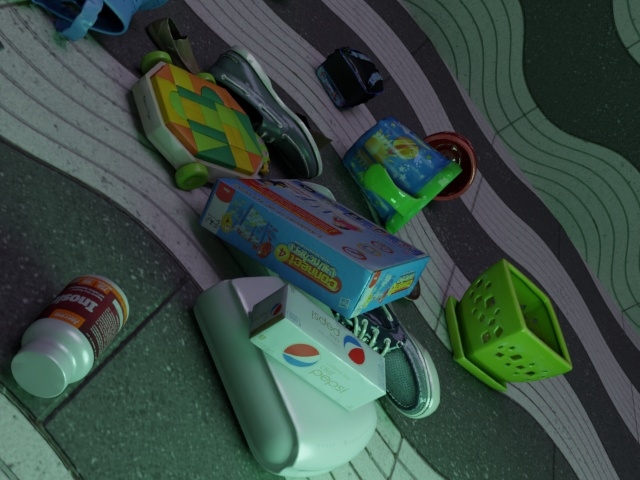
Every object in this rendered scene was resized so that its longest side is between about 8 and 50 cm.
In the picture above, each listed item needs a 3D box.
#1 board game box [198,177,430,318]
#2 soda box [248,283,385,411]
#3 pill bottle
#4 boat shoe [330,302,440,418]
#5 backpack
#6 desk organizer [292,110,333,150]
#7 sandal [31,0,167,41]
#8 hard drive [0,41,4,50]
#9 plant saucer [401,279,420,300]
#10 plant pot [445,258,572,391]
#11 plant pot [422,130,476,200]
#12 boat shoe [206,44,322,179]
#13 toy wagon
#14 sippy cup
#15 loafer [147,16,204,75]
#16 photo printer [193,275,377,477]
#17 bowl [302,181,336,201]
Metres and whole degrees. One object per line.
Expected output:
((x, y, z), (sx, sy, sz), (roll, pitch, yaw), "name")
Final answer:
((0.000, 0.000, 1.369), (0.308, 0.086, 0.302), (31, 16, 20), "board game box")
((-0.001, 0.157, 1.142), (0.216, 0.074, 0.069), (40, 32, -28), "soda box")
((-0.292, 0.111, 0.929), (0.086, 0.086, 0.152), (49, 27, -15), "pill bottle")
((0.083, 0.181, 1.470), (0.158, 0.127, 0.340), (4, 49, -51), "boat shoe")
((0.091, -0.440, 2.152), (0.158, 0.117, 0.173), (58, 27, 2), "backpack")
((-0.033, -0.246, 1.803), (0.130, 0.050, 0.047), (15, 48, -53), "desk organizer")
((-0.368, -0.406, 1.350), (0.317, 0.126, 0.138), (-27, 85, -54), "sandal")
((-0.538, -0.287, 0.990), (0.172, 0.054, 0.255), (56, 26, 0), "hard drive")
((0.169, 0.069, 1.820), (0.168, 0.029, 0.168), (41, 30, -29), "plant saucer")
((0.435, 0.218, 1.904), (0.228, 0.207, 0.227), (38, 33, -34), "plant pot")
((0.354, -0.222, 2.290), (0.191, 0.191, 0.174), (54, 18, -6), "plant pot")
((-0.118, -0.243, 1.636), (0.099, 0.116, 0.319), (-43, 107, -27), "boat shoe")
((-0.195, -0.200, 1.459), (0.344, 0.068, 0.267), (14, 49, -54), "toy wagon")
((0.182, -0.170, 1.915), (0.224, 0.240, 0.305), (47, -13, 3), "sippy cup")
((-0.272, -0.368, 1.533), (0.148, 0.050, 0.056), (50, 27, -13), "loafer")
((-0.041, 0.206, 1.223), (0.256, 0.107, 0.307), (4, 57, -58), "photo printer")
((-0.008, -0.046, 1.622), (0.142, 0.053, 0.142), (5, 56, -57), "bowl")
